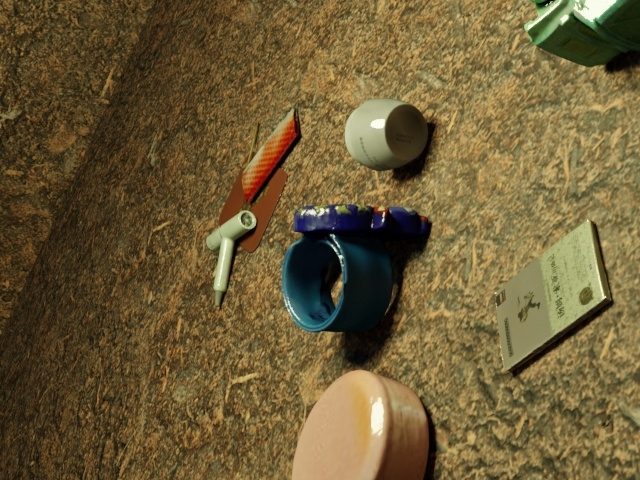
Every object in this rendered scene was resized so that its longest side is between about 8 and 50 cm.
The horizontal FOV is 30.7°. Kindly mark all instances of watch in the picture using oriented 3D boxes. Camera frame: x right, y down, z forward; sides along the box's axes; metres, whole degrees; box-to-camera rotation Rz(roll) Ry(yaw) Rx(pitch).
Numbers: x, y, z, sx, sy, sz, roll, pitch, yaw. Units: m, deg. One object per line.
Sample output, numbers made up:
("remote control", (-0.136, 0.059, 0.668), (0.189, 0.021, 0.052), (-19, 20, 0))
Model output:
("watch", (0.038, 0.044, 1.792), (0.196, 0.171, 0.200), (2, 87, 62))

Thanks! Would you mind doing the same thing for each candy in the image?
("candy", (0.049, 0.310, 1.609), (0.255, 0.094, 0.255), (-44, 34, 41))

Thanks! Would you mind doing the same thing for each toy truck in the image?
("toy truck", (0.376, -0.323, 1.406), (0.279, 0.155, 0.156), (-43, 43, 41))

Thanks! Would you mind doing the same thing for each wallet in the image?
("wallet", (-0.102, -0.174, 2.371), (0.196, 0.020, 0.103), (-50, 29, 29))

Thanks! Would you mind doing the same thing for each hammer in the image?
("hammer", (-0.145, -0.203, 2.491), (0.029, 0.014, 0.123), (-24, 43, 42))

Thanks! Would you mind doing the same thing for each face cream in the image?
("face cream", (0.105, -0.170, 1.857), (0.104, 0.117, 0.117), (1, 71, 54))

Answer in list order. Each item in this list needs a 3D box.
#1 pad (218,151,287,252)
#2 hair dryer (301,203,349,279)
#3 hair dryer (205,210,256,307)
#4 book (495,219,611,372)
("pad", (-0.143, -0.083, 2.408), (0.181, 0.004, 0.267), (-65, 25, 5))
("hair dryer", (0.007, -0.014, 2.017), (0.173, 0.050, 0.195), (-56, 24, 18))
("hair dryer", (-0.186, 0.047, 2.351), (0.155, 0.044, 0.183), (-34, 48, 53))
("book", (0.281, 0.069, 1.437), (0.181, 0.014, 0.127), (-44, 35, 40))
